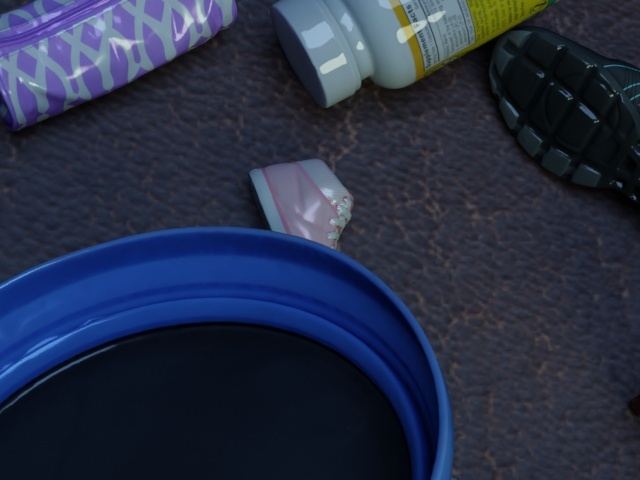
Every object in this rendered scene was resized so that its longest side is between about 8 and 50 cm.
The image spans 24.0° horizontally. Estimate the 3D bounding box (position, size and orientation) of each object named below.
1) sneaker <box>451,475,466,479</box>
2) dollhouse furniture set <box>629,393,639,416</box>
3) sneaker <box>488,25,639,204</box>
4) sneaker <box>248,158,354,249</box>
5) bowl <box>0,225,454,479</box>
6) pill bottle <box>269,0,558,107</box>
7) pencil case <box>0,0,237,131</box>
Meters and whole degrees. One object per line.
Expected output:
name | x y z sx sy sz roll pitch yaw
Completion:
sneaker | -0.028 0.305 0.953 0.210 0.137 0.366 16 66 -3
dollhouse furniture set | 0.435 0.088 1.092 0.374 0.152 0.201 -33 81 -18
sneaker | 0.250 -0.080 1.158 0.267 0.101 0.106 37 39 10
sneaker | 0.000 0.000 1.094 0.070 0.051 0.134 -17 72 -10
bowl | -0.111 0.149 0.909 0.391 0.077 0.391 -9 41 8
pill bottle | 0.073 -0.185 1.125 0.208 0.117 0.118 -30 80 -8
pencil case | -0.157 -0.156 1.096 0.206 0.088 0.086 -31 78 -17
